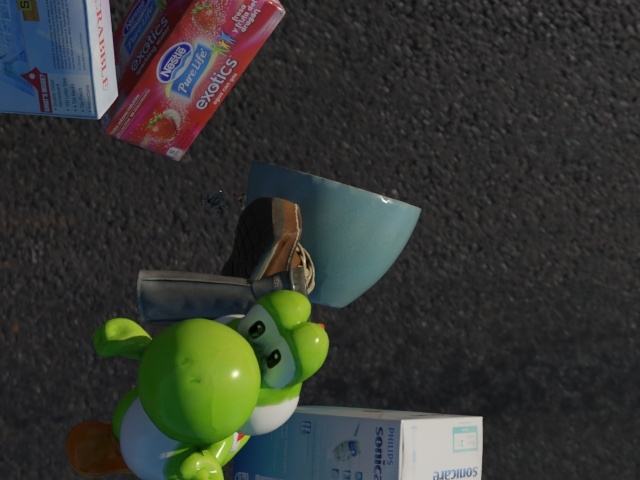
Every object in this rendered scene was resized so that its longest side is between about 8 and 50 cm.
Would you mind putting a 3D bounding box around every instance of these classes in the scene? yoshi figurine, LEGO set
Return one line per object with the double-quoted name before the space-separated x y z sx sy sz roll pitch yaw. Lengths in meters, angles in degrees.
"yoshi figurine" -0.145 0.170 0.994 0.203 0.203 0.362 36 127 -11
"LEGO set" -0.176 -0.074 1.845 0.083 0.054 0.023 -20 140 5

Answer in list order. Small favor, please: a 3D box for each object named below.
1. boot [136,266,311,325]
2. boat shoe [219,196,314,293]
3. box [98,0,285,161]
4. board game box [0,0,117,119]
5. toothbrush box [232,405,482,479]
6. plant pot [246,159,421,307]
"boot" -0.117 0.094 1.311 0.208 0.076 0.190 -8 139 -1
"boat shoe" -0.070 0.038 1.535 0.119 0.123 0.324 4 153 -16
"box" -0.179 -0.247 1.329 0.122 0.128 0.257 20 119 -40
"board game box" -0.358 -0.277 0.946 0.317 0.066 0.319 5 120 6
"toothbrush box" 0.052 0.305 1.481 0.216 0.295 0.126 10 80 -50
"plant pot" 0.000 0.000 1.711 0.290 0.290 0.196 16 91 -28
